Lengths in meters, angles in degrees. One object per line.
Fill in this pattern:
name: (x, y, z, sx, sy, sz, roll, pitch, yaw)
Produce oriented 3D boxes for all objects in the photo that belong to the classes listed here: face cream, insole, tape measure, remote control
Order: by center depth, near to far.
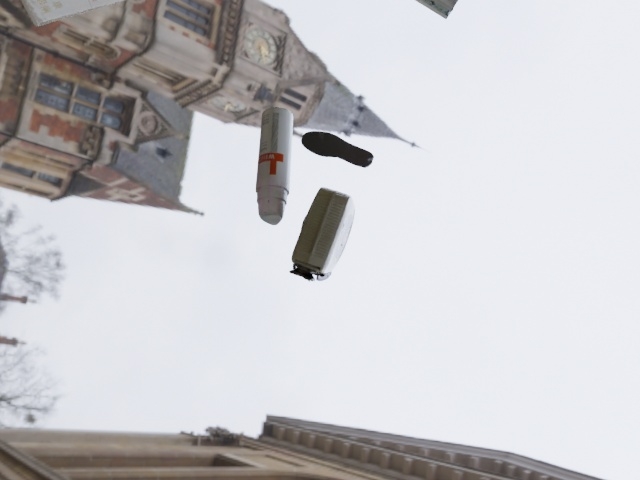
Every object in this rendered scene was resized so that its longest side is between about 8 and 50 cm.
insole: (0.042, -0.219, 1.506, 0.004, 0.188, 0.064, -100, -147, -55)
remote control: (0.337, -0.682, 1.620, 0.277, 0.103, 0.055, -59, 180, -31)
tape measure: (0.000, 0.000, 1.790, 0.133, 0.231, 0.271, 17, -100, 10)
face cream: (-0.136, -0.220, 1.844, 0.102, 0.102, 0.346, -22, -122, 45)

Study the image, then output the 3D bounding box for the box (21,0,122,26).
box: (-0.273, -0.351, 0.741, 0.141, 0.201, 0.058, 87, -22, -57)
